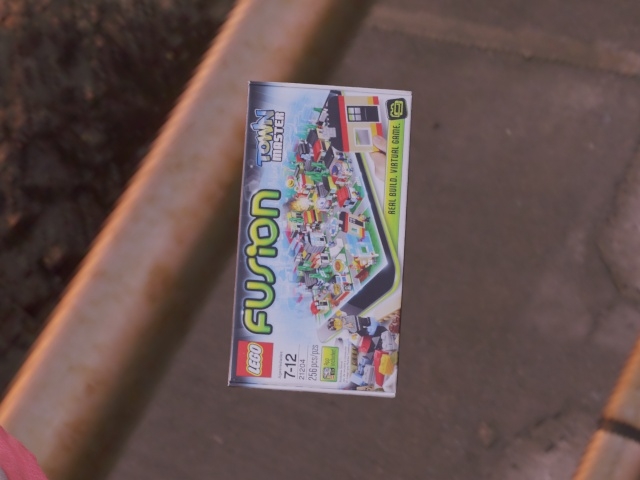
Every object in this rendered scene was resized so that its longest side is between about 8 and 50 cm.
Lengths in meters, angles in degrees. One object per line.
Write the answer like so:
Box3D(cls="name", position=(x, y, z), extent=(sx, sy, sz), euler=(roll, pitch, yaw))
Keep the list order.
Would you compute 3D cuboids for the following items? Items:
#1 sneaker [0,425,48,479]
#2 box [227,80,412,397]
Box3D(cls="sneaker", position=(-0.245, 0.207, 1.232), extent=(0.116, 0.136, 0.314), euler=(-53, 27, 9))
Box3D(cls="box", position=(0.000, 0.000, 1.101), extent=(0.114, 0.036, 0.207), euler=(3, 83, -3))
